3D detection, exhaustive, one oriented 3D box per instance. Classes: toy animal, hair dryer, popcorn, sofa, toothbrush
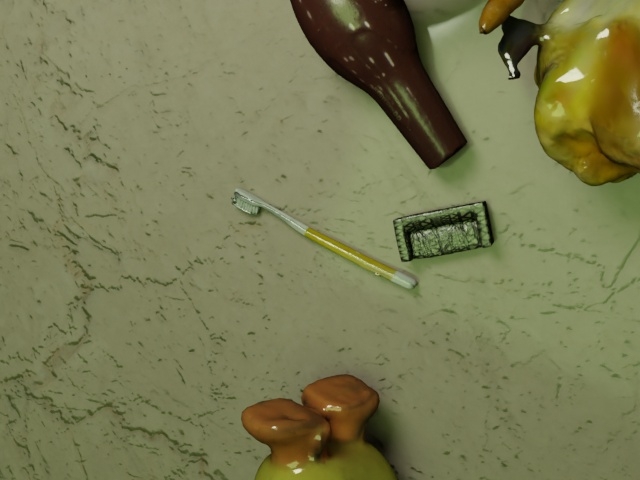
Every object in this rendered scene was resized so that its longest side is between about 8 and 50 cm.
[{"bbox_3d":[0.010,0.361,0.897,0.191,0.216,0.338,17,112,44],"label":"toy animal"},{"bbox_3d":[0.127,-0.272,0.768,0.312,0.123,0.340,52,141,-1],"label":"hair dryer"},{"bbox_3d":[0.354,-0.181,0.697,0.297,0.281,0.316,-58,38,22],"label":"popcorn"},{"bbox_3d":[0.157,-0.011,0.892,0.118,0.039,0.060,-11,94,21],"label":"sofa"},{"bbox_3d":[0.000,0.000,0.960,0.288,0.021,0.024,27,116,15],"label":"toothbrush"}]

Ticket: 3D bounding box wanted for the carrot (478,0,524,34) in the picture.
[{"bbox_3d":[0.252,-0.338,0.737,0.069,0.069,0.336,27,75,15],"label":"carrot"}]
